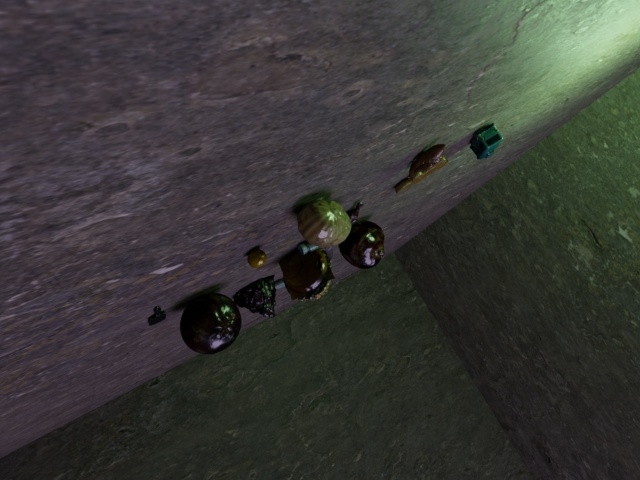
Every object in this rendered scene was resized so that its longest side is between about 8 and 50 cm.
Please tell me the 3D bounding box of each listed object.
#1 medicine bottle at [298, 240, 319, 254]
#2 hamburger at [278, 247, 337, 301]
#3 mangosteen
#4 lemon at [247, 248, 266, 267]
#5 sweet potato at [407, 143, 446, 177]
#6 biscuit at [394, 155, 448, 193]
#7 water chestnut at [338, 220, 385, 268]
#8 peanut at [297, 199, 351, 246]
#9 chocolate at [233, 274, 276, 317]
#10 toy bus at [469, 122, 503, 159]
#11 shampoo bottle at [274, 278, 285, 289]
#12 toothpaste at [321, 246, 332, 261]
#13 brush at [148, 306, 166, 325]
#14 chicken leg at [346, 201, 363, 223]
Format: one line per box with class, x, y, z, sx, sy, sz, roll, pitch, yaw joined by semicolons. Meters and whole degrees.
medicine bottle;0.000;0.000;1.748;0.191;0.051;0.051;-26;168;-22
hamburger;-0.043;0.136;1.789;0.261;0.243;0.138;-31;146;15
mangosteen;-0.433;0.311;1.643;0.231;0.232;0.289;-25;-166;-26
lemon;-0.212;0.060;1.428;0.062;0.062;0.083;-20;165;-44
sweet potato;0.357;-0.268;1.460;0.059;0.068;0.206;3;160;-24
biscuit;0.396;-0.260;1.682;0.234;0.030;0.153;-33;168;16
water chestnut;0.185;0.013;1.973;0.223;0.238;0.224;-16;124;-26
peanut;0.018;-0.053;1.344;0.153;0.140;0.325;-50;167;12
chocolate;-0.284;0.296;1.999;0.206;0.177;0.224;-36;166;27
toy bus;0.635;-0.375;1.636;0.079;0.092;0.160;-30;169;5
shampoo bottle;-0.201;0.225;2.249;0.190;0.041;0.069;-24;162;-32
toothpaste;0.025;0.048;2.009;0.100;0.066;0.323;-25;164;-5
brush;-0.575;0.264;1.501;0.062;0.016;0.193;-25;168;-30
chicken leg;0.102;-0.079;1.666;0.219;0.048;0.089;-37;170;32
